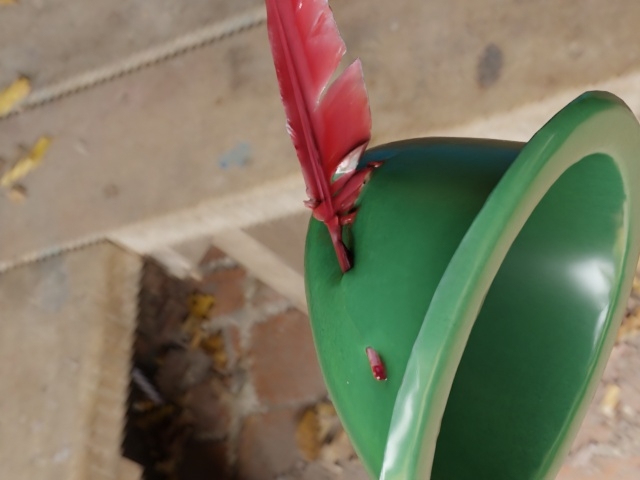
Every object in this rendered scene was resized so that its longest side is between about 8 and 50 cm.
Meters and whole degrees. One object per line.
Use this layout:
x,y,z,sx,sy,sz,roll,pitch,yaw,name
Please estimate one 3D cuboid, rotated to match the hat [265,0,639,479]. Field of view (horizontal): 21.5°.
0.000,0.000,0.591,0.183,0.173,0.208,21,68,25,hat
